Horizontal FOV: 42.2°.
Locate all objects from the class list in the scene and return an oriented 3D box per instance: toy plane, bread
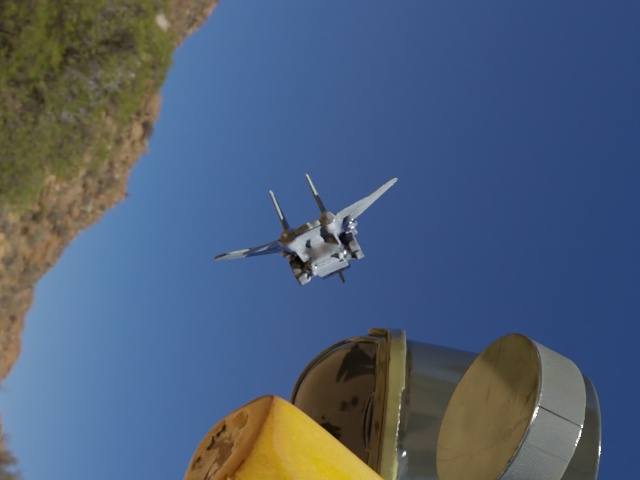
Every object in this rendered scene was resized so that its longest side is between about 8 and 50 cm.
[{"bbox_3d":[0.004,0.010,0.972,0.267,0.212,0.088,57,10,-71],"label":"toy plane"},{"bbox_3d":[0.030,0.182,0.425,0.092,0.239,0.074,-51,180,5],"label":"bread"}]

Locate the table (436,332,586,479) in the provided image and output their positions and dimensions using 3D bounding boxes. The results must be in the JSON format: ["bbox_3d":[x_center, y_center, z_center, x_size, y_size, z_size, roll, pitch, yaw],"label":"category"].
[{"bbox_3d":[0.141,0.140,0.629,0.133,0.043,0.133,-59,-167,22],"label":"table"}]

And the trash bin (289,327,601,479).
[{"bbox_3d":[0.128,0.216,0.946,0.214,0.334,0.214,10,90,-87],"label":"trash bin"}]
